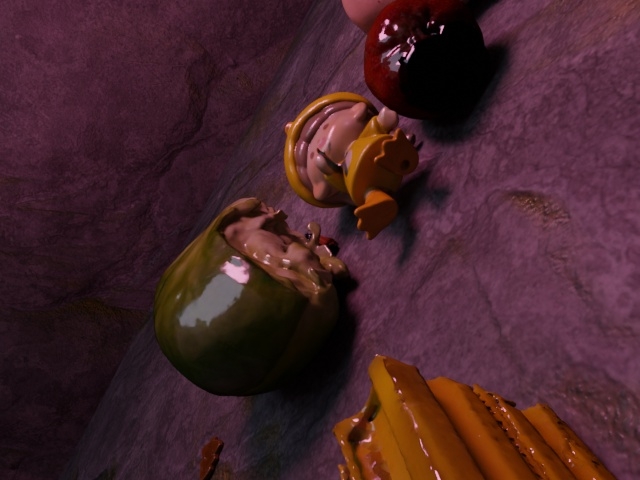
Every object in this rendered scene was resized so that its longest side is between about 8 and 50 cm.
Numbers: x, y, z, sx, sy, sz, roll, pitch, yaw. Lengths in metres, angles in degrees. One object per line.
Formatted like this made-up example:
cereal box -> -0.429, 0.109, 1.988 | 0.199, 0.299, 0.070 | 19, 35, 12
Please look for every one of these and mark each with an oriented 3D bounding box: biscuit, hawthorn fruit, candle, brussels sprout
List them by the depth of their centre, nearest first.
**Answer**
hawthorn fruit -> 0.159, -0.281, 0.883 | 0.189, 0.189, 0.251 | -63, 2, 3
brussels sprout -> -0.128, 0.097, 0.950 | 0.315, 0.276, 0.371 | -50, 24, 24
candle -> 0.001, 0.000, 1.115 | 0.026, 0.021, 0.167 | -39, 17, -9
biscuit -> -0.226, 0.449, 1.132 | 0.082, 0.016, 0.092 | -38, 34, 40

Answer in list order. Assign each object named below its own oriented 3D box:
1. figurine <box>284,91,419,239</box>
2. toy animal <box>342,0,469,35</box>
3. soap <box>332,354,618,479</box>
figurine -> 0.049, -0.133, 0.938 | 0.215, 0.187, 0.343 | -54, 26, 10
toy animal -> 0.185, -0.490, 0.946 | 0.326, 0.269, 0.237 | -12, 51, 13
soap -> 0.132, 0.208, 0.310 | 0.096, 0.204, 0.324 | -62, 20, 15
